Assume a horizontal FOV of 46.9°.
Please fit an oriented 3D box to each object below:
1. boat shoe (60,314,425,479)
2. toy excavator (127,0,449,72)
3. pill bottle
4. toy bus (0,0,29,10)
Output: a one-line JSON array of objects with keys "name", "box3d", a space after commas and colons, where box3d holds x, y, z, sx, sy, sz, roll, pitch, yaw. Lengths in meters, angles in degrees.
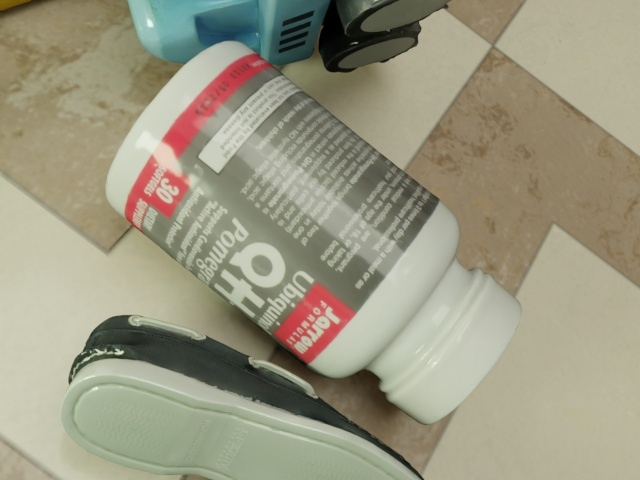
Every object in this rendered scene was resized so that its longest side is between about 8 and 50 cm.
[{"name": "boat shoe", "box3d": [-0.041, 0.143, 0.568, 0.302, 0.114, 0.091, 31, 25, -19]}, {"name": "toy excavator", "box3d": [-0.123, -0.239, 0.574, 0.445, 0.433, 0.222, -17, 91, -5]}, {"name": "pill bottle", "box3d": [0.000, 0.000, 0.607, 0.318, 0.176, 0.176, 39, 60, 1]}, {"name": "toy bus", "box3d": [-0.255, -0.320, 0.702, 0.333, 0.108, 0.130, -32, 81, -29]}]
